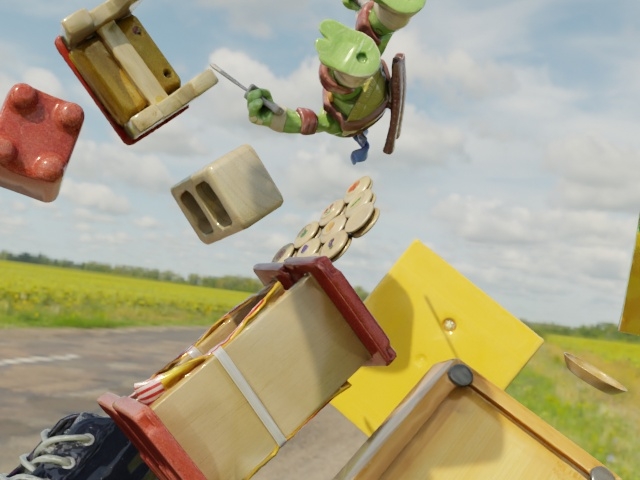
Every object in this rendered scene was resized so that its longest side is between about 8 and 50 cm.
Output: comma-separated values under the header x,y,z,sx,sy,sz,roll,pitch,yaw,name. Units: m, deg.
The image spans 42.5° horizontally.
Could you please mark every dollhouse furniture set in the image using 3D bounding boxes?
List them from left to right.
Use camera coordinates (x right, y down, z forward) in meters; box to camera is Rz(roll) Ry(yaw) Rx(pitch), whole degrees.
x,y,z,sx,sy,sz,roll,pitch,yaw,name
-0.131,0.014,0.668,0.201,0.374,0.152,-38,10,-23,dollhouse furniture set

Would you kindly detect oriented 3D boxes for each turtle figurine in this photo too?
x,y,z,sx,sy,sz,roll,pitch,yaw,name
-0.005,-0.222,0.943,0.198,0.275,0.266,-20,-5,-16,turtle figurine

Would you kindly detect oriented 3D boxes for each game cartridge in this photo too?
x,y,z,sx,sy,sz,roll,pitch,yaw,name
0.176,0.207,1.437,0.285,0.324,0.053,40,2,10,game cartridge

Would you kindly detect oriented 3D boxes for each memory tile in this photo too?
x,y,z,sx,sy,sz,roll,pitch,yaw,name
0.000,0.000,0.824,0.012,0.148,0.113,41,20,-20,memory tile

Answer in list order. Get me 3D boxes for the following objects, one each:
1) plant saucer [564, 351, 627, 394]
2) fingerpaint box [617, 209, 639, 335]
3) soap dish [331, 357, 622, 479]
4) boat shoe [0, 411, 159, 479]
x,y,z,sx,sy,sz,roll,pitch,yaw,name
0.327,0.163,0.990,0.083,0.015,0.083,29,8,-4,plant saucer
0.537,-0.061,0.859,0.371,0.163,0.445,11,-42,22,fingerpaint box
0.120,0.261,0.742,0.229,0.291,0.118,37,-34,17,soap dish
-0.271,0.240,0.769,0.127,0.158,0.340,-2,-10,38,boat shoe
